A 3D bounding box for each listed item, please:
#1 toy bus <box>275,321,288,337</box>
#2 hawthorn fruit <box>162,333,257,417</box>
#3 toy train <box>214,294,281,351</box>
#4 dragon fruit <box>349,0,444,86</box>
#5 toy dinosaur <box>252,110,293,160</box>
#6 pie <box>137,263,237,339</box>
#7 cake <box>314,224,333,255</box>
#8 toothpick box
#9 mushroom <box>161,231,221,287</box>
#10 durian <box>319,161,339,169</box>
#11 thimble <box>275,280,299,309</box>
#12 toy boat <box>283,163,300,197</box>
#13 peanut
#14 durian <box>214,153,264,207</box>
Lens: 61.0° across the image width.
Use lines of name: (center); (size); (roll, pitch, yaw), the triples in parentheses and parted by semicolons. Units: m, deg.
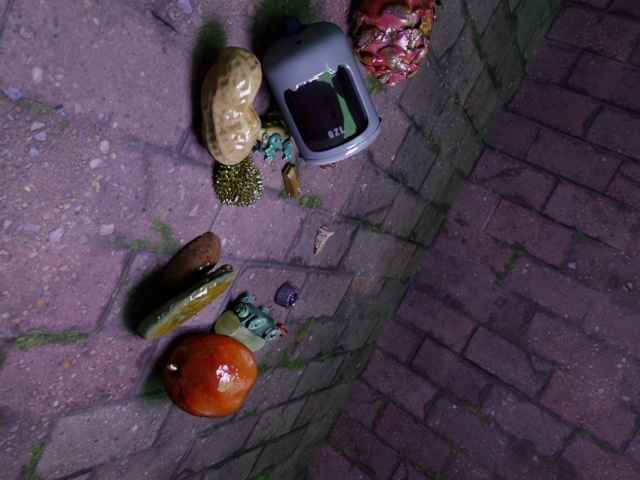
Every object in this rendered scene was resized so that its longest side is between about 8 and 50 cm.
toy bus: (-0.164, 0.375, 2.274); (0.043, 0.031, 0.110); (-54, 156, -16)
hawthorn fruit: (-0.358, 0.417, 1.706); (0.299, 0.275, 0.275); (29, 91, -47)
toy train: (-0.262, 0.301, 1.947); (0.189, 0.126, 0.307); (-26, 153, 4)
dragon fruit: (0.223, -0.626, 1.664); (0.269, 0.250, 0.291); (-59, 157, -50)
toy dinosaur: (-0.146, -0.294, 1.521); (0.259, 0.094, 0.153); (-23, 135, -40)
pie: (-0.369, 0.167, 1.520); (0.323, 0.071, 0.323); (-37, 177, -3)
cake: (0.000, 0.000, 2.178); (0.051, 0.055, 0.140); (-34, 163, -45)
toothpick box: (-0.009, -0.407, 1.422); (0.263, 0.263, 0.355); (-44, 123, -29)
mushroom: (-0.348, 0.058, 1.526); (0.209, 0.094, 0.072); (-40, 152, -27)
durian: (0.028, -0.282, 1.877); (0.080, 0.080, 0.091); (-41, -170, -34)
thimble: (-0.129, 0.221, 2.130); (0.095, 0.066, 0.104); (-33, 145, -48)
toy boat: (-0.088, -0.190, 1.779); (0.049, 0.047, 0.149); (-48, 152, -23)
peanut: (-0.213, -0.315, 1.301); (0.147, 0.147, 0.306); (-38, 147, -38)
durian: (-0.216, -0.154, 1.512); (0.137, 0.095, 0.221); (-42, 153, -25)
